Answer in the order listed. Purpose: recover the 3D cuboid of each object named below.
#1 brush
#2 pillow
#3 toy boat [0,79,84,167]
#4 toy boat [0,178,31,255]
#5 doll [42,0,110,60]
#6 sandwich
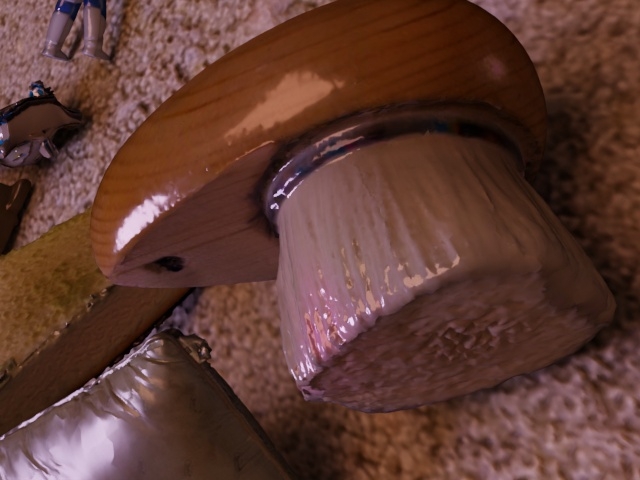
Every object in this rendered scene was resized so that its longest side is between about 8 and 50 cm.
[{"bbox_3d":[0.000,0.000,0.558,0.267,0.174,0.166,-18,63,18],"label":"brush"},{"bbox_3d":[-0.124,0.178,0.673,0.302,0.185,0.075,-32,11,35],"label":"pillow"},{"bbox_3d":[-0.295,-0.097,1.006,0.210,0.084,0.066,-7,112,56],"label":"toy boat"},{"bbox_3d":[-0.460,0.020,1.100,0.445,0.136,0.162,-20,60,36],"label":"toy boat"},{"bbox_3d":[-0.202,-0.277,0.980,0.114,0.057,0.227,9,92,54],"label":"doll"},{"bbox_3d":[-0.203,0.050,0.797,0.193,0.058,0.162,-42,37,-21],"label":"sandwich"}]
